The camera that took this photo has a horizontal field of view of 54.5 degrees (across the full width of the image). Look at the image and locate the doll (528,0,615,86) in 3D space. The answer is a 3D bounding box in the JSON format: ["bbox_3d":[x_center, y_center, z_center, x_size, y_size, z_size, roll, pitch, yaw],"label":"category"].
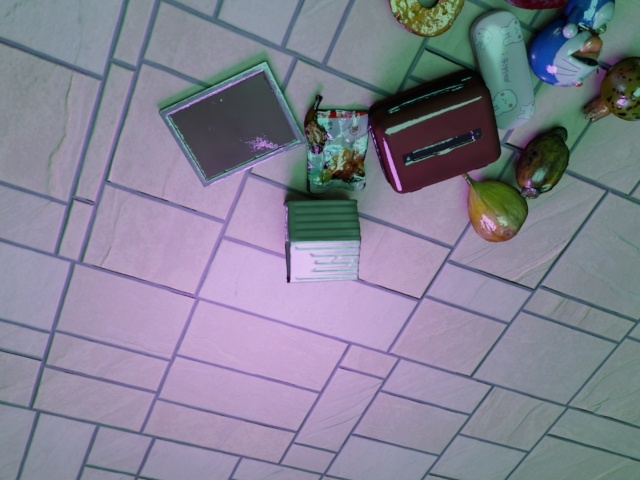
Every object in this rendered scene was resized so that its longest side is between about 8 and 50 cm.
[{"bbox_3d":[0.594,-0.476,1.423,0.215,0.161,0.257,-18,140,-44],"label":"doll"}]

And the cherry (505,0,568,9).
[{"bbox_3d":[0.443,-0.612,1.304,0.230,0.203,0.300,-38,126,8],"label":"cherry"}]

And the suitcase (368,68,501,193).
[{"bbox_3d":[0.278,-0.264,1.520,0.297,0.161,0.236,-19,123,6],"label":"suitcase"}]

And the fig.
[{"bbox_3d":[0.437,-0.109,1.645,0.159,0.159,0.257,-38,110,17],"label":"fig"}]

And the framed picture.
[{"bbox_3d":[-0.215,-0.283,1.543,0.296,0.019,0.232,-22,120,8],"label":"framed picture"}]

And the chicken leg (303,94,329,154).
[{"bbox_3d":[-0.013,-0.283,1.533,0.062,0.037,0.145,-13,112,-10],"label":"chicken leg"}]

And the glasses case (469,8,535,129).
[{"bbox_3d":[0.442,-0.406,1.501,0.113,0.075,0.297,-20,120,8],"label":"glasses case"}]

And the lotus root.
[{"bbox_3d":[0.574,-0.206,1.610,0.120,0.120,0.210,30,87,-21],"label":"lotus root"}]

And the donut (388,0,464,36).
[{"bbox_3d":[0.232,-0.552,1.401,0.178,0.065,0.162,32,108,-21],"label":"donut"}]

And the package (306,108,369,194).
[{"bbox_3d":[0.044,-0.221,1.596,0.166,0.040,0.232,0,119,-6],"label":"package"}]

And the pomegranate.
[{"bbox_3d":[0.747,-0.359,1.526,0.159,0.159,0.205,33,138,-23],"label":"pomegranate"}]

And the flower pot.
[{"bbox_3d":[0.000,0.000,1.626,0.189,0.209,0.239,-3,120,-5],"label":"flower pot"}]
